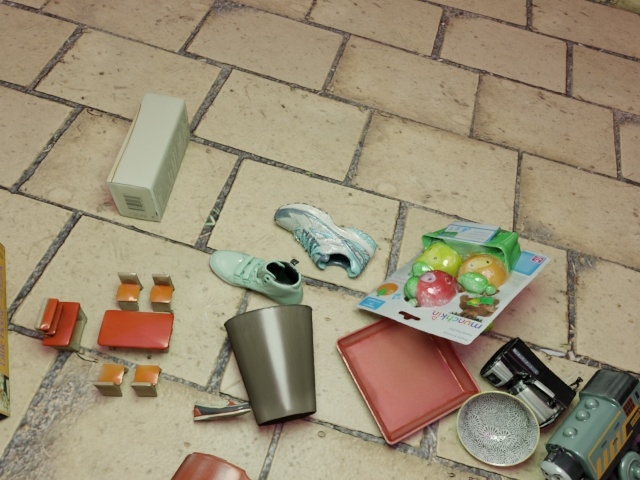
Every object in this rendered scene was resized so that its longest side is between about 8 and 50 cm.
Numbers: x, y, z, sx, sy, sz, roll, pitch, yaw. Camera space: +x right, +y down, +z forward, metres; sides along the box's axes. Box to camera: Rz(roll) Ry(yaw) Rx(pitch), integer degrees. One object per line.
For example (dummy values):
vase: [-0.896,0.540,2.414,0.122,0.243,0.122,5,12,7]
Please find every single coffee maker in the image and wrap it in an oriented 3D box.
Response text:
coffee maker: [0.493,0.324,1.150,0.171,0.120,0.178,-23,64,-46]

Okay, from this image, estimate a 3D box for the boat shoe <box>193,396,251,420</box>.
boat shoe: [-0.210,0.355,1.031,0.137,0.049,0.043,-14,60,20]

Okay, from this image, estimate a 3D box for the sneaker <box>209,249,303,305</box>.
sneaker: [-0.154,0.063,1.173,0.256,0.151,0.094,23,61,7]

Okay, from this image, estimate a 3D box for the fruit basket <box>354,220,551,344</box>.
fruit basket: [0.303,0.086,1.146,0.353,0.165,0.327,-28,25,-32]

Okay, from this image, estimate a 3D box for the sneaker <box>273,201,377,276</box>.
sneaker: [0.000,0.000,1.259,0.283,0.110,0.122,24,63,6]

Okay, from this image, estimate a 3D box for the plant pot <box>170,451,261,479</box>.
plant pot: [-0.212,0.538,0.838,0.272,0.272,0.265,23,51,6]

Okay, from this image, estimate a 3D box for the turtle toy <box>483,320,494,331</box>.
turtle toy: [0.370,0.195,1.214,0.130,0.095,0.066,3,83,-5]

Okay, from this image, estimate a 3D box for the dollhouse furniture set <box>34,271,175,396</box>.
dollhouse furniture set: [-0.457,0.191,1.062,0.259,0.135,0.262,4,60,-6]

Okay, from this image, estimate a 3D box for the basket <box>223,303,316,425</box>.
basket: [-0.095,0.274,1.063,0.204,0.154,0.226,-7,65,-14]

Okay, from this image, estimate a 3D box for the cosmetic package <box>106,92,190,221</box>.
cosmetic package: [-0.446,-0.223,1.293,0.113,0.160,0.309,9,58,-3]

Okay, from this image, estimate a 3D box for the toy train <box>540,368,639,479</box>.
toy train: [0.599,0.434,1.044,0.334,0.142,0.190,-35,100,-23]

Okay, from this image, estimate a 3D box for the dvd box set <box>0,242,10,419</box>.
dvd box set: [-0.845,0.212,1.037,0.308,0.062,0.420,-12,62,-15]

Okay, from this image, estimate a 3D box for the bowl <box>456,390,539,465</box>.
bowl: [0.391,0.400,1.080,0.170,0.170,0.080,33,17,11]

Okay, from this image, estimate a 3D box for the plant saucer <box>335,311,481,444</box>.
plant saucer: [0.200,0.303,1.145,0.259,0.047,0.258,-21,65,-18]
